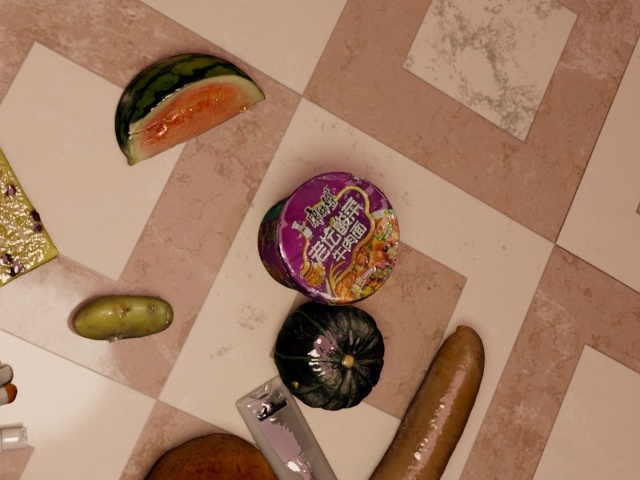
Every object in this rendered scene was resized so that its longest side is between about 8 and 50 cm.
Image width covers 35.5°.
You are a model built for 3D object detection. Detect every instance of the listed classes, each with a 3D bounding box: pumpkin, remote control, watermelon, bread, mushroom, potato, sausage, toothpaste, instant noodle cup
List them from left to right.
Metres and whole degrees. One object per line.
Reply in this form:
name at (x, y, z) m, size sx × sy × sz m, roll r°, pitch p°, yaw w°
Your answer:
toothpaste at (-0.668, 0.356, 1.716) m, size 0.315 × 0.058 × 0.055 m, roll -1°, pitch 65°, yaw -25°
bread at (-0.603, -0.099, 1.751) m, size 0.138 × 0.077 × 0.361 m, roll -30°, pitch 98°, yaw -21°
potato at (-0.354, 0.143, 1.829) m, size 0.188 × 0.105 × 0.085 m, roll -1°, pitch 70°, yaw -34°
watermelon at (-0.249, -0.276, 1.870) m, size 0.304 × 0.128 × 0.159 m, roll -29°, pitch 98°, yaw -20°
mushroom at (-0.196, 0.542, 1.837) m, size 0.346 × 0.259 × 0.345 m, roll 0°, pitch 70°, yaw 1°
remote control at (-0.045, 0.425, 1.959) m, size 0.109 × 0.055 × 0.313 m, roll -30°, pitch 98°, yaw -20°
instant noodle cup at (0.000, 0.000, 1.923) m, size 0.251 × 0.190 × 0.251 m, roll 1°, pitch 88°, yaw -22°
pumpkin at (0.019, 0.219, 1.934) m, size 0.221 × 0.162 × 0.220 m, roll -3°, pitch 97°, yaw -26°
sausage at (0.206, 0.404, 2.019) m, size 0.136 × 0.123 × 0.500 m, roll 40°, pitch 73°, yaw -31°

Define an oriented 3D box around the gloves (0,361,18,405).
gloves at (-0.629, 0.239, 1.703) m, size 0.219 × 0.131 × 0.140 m, roll 17°, pitch 84°, yaw -11°
